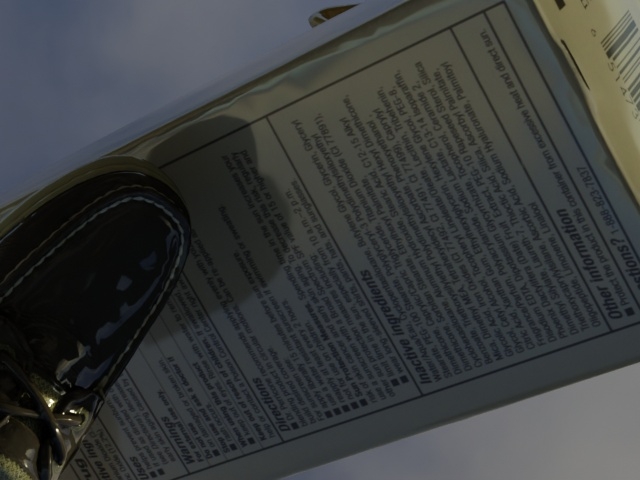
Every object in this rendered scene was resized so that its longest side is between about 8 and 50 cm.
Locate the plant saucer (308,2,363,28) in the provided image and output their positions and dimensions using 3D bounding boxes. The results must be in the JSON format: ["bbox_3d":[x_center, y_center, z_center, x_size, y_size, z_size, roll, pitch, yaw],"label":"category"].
[{"bbox_3d":[0.208,-0.076,0.863,0.333,0.081,0.333,-10,-155,-26],"label":"plant saucer"}]

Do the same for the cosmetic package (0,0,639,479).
[{"bbox_3d":[0.000,0.000,0.634,0.309,0.160,0.113,-21,-167,32],"label":"cosmetic package"}]

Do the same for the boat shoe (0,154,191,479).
[{"bbox_3d":[-0.120,0.069,0.548,0.223,0.080,0.073,-47,-147,-2],"label":"boat shoe"}]
